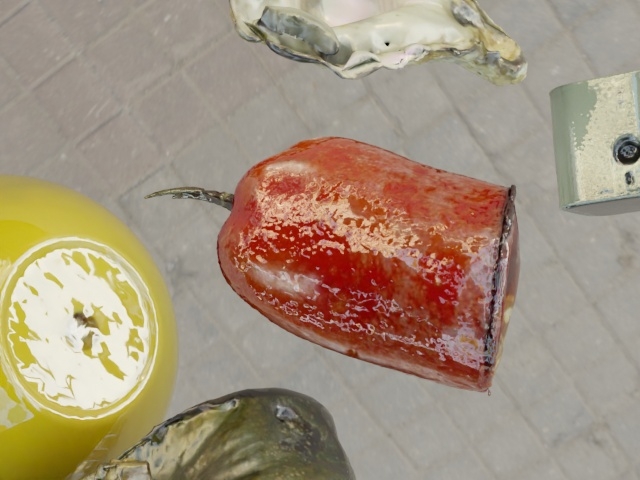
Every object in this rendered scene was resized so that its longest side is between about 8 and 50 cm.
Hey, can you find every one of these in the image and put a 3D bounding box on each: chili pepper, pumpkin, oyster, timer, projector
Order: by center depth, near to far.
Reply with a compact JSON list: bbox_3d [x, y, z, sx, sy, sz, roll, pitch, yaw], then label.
[{"bbox_3d":[0.000,0.000,0.479,0.192,0.086,0.084,16,152,27],"label":"chili pepper"},{"bbox_3d":[0.033,-0.126,0.678,0.191,0.163,0.081,20,127,9],"label":"oyster"},{"bbox_3d":[0.204,-0.063,0.738,0.083,0.083,0.082,-8,82,34],"label":"projector"},{"bbox_3d":[-0.095,0.267,0.816,0.325,0.232,0.242,-35,134,-4],"label":"pumpkin"},{"bbox_3d":[-0.333,0.117,1.065,0.387,0.376,0.376,-21,114,44],"label":"timer"}]
